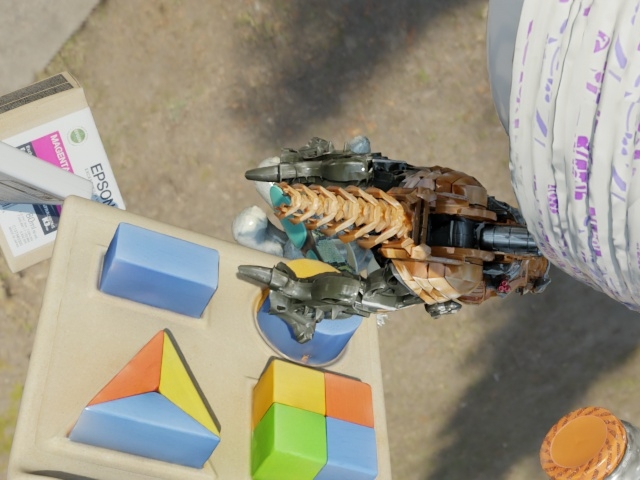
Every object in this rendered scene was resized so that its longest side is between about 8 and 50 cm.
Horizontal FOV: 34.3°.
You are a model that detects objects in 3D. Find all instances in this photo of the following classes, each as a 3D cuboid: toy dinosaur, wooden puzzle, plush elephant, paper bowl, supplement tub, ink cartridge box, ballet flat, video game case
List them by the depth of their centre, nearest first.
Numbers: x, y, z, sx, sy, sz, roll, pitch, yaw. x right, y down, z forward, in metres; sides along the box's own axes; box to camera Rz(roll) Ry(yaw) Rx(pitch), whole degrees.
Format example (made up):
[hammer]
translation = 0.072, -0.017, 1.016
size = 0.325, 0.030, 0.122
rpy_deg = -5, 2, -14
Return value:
[paper bowl]
translation = 0.186, -0.105, 0.468
size = 0.284, 0.148, 0.284
rpy_deg = -26, 131, -34
[toy dinosaur]
translation = 0.065, -0.012, 0.782
size = 0.218, 0.164, 0.322
rpy_deg = 2, 153, 32
[wooden puzzle]
translation = -0.079, 0.096, 0.894
size = 0.322, 0.348, 0.081
rpy_deg = 17, 127, -18
[supplement tub]
translation = 0.318, 0.267, 1.084
size = 0.117, 0.117, 0.190
rpy_deg = -35, 114, 18
[video game case]
translation = -0.480, -0.103, 1.188
size = 0.299, 0.036, 0.329
rpy_deg = 3, 167, 32
[ballet flat]
translation = 0.000, 0.000, 1.333
size = 0.070, 0.188, 0.070
rpy_deg = -26, 168, -6
[ink cartridge box]
translation = -0.405, -0.098, 1.498
size = 0.193, 0.088, 0.235
rpy_deg = -25, 124, -17
[plush elephant]
translation = 0.060, -0.038, 1.629
size = 0.330, 0.272, 0.255
rpy_deg = 45, 113, -7
